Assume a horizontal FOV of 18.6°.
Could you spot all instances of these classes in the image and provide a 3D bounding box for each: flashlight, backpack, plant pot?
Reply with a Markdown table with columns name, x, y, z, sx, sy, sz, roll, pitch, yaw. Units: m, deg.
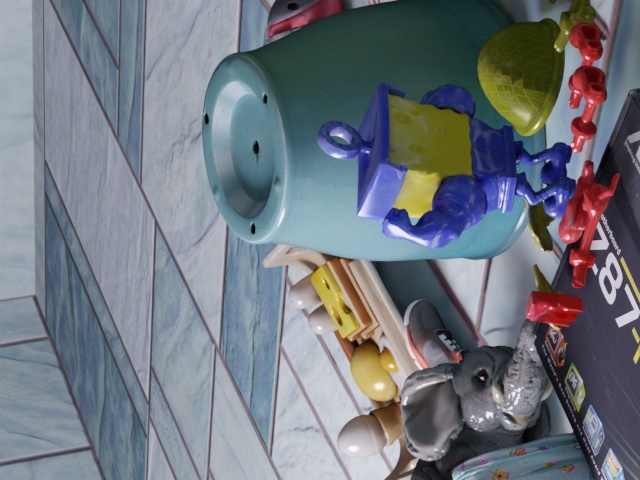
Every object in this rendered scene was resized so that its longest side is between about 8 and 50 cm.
| name | x | y | z | sx | sy | sz | roll | pitch | yaw |
| --- | --- | --- | --- | --- | --- | --- | --- | --- | --- |
| flashlight | -0.039 | -0.347 | 2.275 | 0.103 | 0.103 | 0.304 | -13 | -91 | -75 |
| backpack | 0.204 | 0.228 | 1.698 | 0.152 | 0.182 | 0.115 | 119 | 137 | -57 |
| plant pot | 0.035 | -0.099 | 1.884 | 0.271 | 0.255 | 0.272 | 26 | 120 | 57 |

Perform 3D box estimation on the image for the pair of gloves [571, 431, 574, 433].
| name | x | y | z | sx | sy | sz | roll | pitch | yaw |
| --- | --- | --- | --- | --- | --- | --- | --- | --- | --- |
| pair of gloves | 0.253 | 0.209 | 1.824 | 0.074 | 0.010 | 0.083 | 107 | 150 | -43 |

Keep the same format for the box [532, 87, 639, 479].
| name | x | y | z | sx | sy | sz | roll | pitch | yaw |
| --- | --- | --- | --- | --- | --- | --- | --- | --- | --- |
| box | 0.304 | 0.127 | 1.502 | 0.318 | 0.097 | 0.395 | 106 | 151 | -49 |

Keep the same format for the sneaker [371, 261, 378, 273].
| name | x | y | z | sx | sy | sz | roll | pitch | yaw |
| --- | --- | --- | --- | --- | --- | --- | --- | --- | --- |
| sneaker | 0.045 | 0.050 | 2.304 | 0.061 | 0.053 | 0.152 | 116 | 141 | -64 |

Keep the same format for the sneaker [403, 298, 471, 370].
| name | x | y | z | sx | sy | sz | roll | pitch | yaw |
| --- | --- | --- | --- | --- | --- | --- | --- | --- | --- |
| sneaker | 0.140 | 0.125 | 2.080 | 0.065 | 0.061 | 0.158 | -40 | 57 | 37 |

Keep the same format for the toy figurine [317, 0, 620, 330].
| name | x | y | z | sx | sy | sz | roll | pitch | yaw |
| --- | --- | --- | --- | --- | --- | --- | --- | --- | --- |
| toy figurine | 0.108 | -0.105 | 1.624 | 0.191 | 0.217 | 0.363 | 103 | 171 | -45 |

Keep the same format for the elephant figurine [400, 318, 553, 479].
| name | x | y | z | sx | sy | sz | roll | pitch | yaw |
| --- | --- | --- | --- | --- | --- | --- | --- | --- | --- |
| elephant figurine | 0.163 | 0.174 | 1.906 | 0.169 | 0.186 | 0.239 | -3 | -83 | -66 |

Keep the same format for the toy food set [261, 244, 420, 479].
| name | x | y | z | sx | sy | sz | roll | pitch | yaw |
| --- | --- | --- | --- | --- | --- | --- | --- | --- | --- |
| toy food set | 0.032 | 0.133 | 2.202 | 0.306 | 0.092 | 0.220 | 61 | 164 | 5 |

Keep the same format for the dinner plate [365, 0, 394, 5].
| name | x | y | z | sx | sy | sz | roll | pitch | yaw |
| --- | --- | --- | --- | --- | --- | --- | --- | --- | --- |
| dinner plate | 0.074 | -0.290 | 2.116 | 0.141 | 0.017 | 0.141 | 171 | 90 | -71 |
